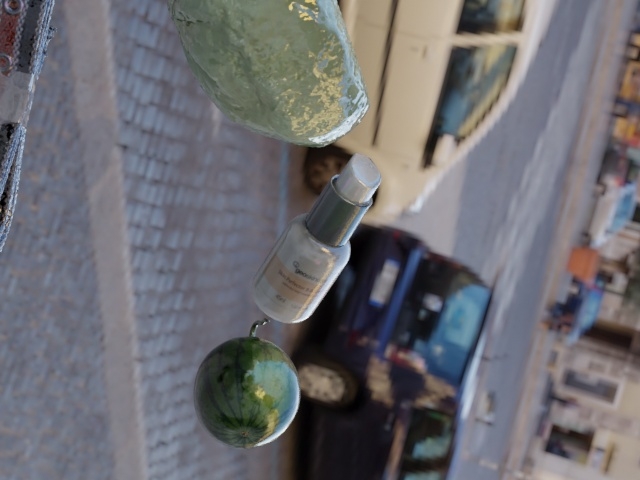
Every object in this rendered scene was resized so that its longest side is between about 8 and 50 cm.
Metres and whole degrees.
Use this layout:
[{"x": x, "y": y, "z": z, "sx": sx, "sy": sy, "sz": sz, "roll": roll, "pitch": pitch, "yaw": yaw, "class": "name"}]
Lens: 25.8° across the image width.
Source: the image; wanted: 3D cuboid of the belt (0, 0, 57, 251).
[{"x": -0.386, "y": -0.157, "z": 1.651, "sx": 0.126, "sy": 0.094, "sz": 0.359, "roll": 136, "pitch": -35, "yaw": -81, "class": "belt"}]

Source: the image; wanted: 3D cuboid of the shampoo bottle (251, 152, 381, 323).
[{"x": 0.000, "y": 0.000, "z": 1.415, "sx": 0.192, "sy": 0.074, "sz": 0.074, "roll": -55, "pitch": 178, "yaw": 31, "class": "shampoo bottle"}]

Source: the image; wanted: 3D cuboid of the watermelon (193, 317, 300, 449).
[{"x": -0.094, "y": 0.185, "z": 1.837, "sx": 0.187, "sy": 0.140, "sz": 0.141, "roll": -81, "pitch": 178, "yaw": -50, "class": "watermelon"}]

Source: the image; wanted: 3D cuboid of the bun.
[{"x": -0.042, "y": -0.153, "z": 0.998, "sx": 0.195, "sy": 0.118, "sz": 0.195, "roll": -23, "pitch": 90, "yaw": -84, "class": "bun"}]
